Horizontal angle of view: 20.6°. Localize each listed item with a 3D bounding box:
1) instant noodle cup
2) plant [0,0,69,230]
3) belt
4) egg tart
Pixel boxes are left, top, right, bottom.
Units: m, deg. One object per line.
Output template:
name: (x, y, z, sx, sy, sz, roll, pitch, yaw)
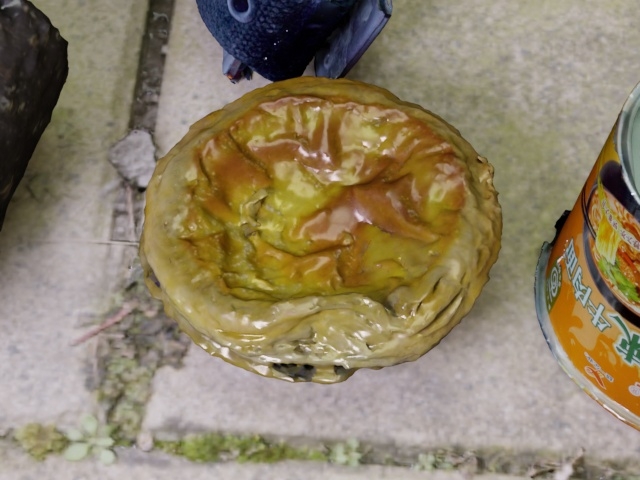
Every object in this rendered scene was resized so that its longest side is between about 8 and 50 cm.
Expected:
instant noodle cup: (0.260, -0.005, 1.121, 0.230, 0.182, 0.230, 0, 58, 0)
plant: (-0.293, -0.028, 1.113, 0.181, 0.194, 0.320, 24, 65, 3)
belt: (-0.039, -0.214, 1.296, 0.122, 0.128, 0.218, 13, 50, -28)
egg tart: (0.000, 0.000, 1.159, 0.241, 0.106, 0.241, 0, 54, 0)
